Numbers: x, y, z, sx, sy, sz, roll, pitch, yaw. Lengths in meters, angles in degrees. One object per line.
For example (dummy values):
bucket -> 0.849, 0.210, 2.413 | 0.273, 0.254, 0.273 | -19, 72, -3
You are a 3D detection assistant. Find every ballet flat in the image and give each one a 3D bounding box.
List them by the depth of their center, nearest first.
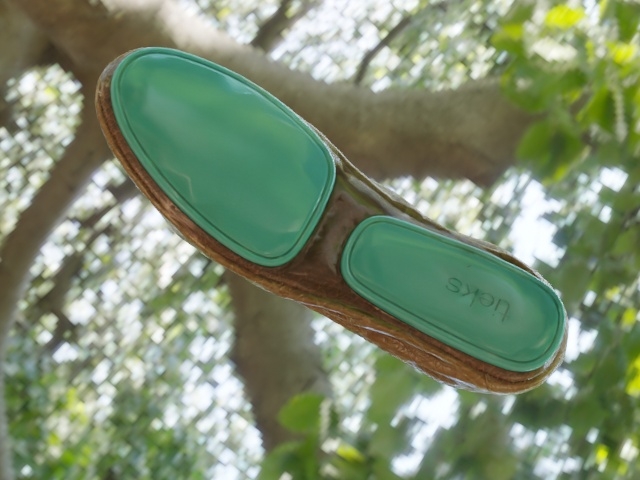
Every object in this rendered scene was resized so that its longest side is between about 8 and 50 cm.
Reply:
ballet flat -> 0.000, 0.000, 1.128 | 0.342, 0.116, 0.124 | 29, -21, -2
